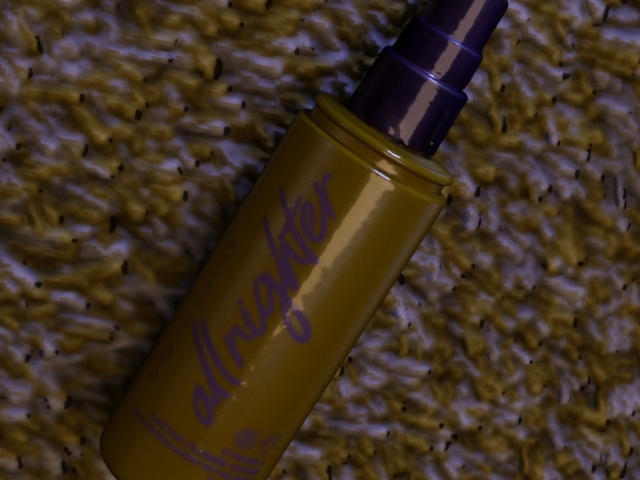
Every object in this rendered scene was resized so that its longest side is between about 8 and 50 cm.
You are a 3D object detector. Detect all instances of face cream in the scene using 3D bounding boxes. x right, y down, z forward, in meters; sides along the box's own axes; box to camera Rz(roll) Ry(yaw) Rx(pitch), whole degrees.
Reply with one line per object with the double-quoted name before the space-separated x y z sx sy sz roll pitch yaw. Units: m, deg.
"face cream" 0.000 0.000 0.639 0.078 0.078 0.273 27 103 -24
